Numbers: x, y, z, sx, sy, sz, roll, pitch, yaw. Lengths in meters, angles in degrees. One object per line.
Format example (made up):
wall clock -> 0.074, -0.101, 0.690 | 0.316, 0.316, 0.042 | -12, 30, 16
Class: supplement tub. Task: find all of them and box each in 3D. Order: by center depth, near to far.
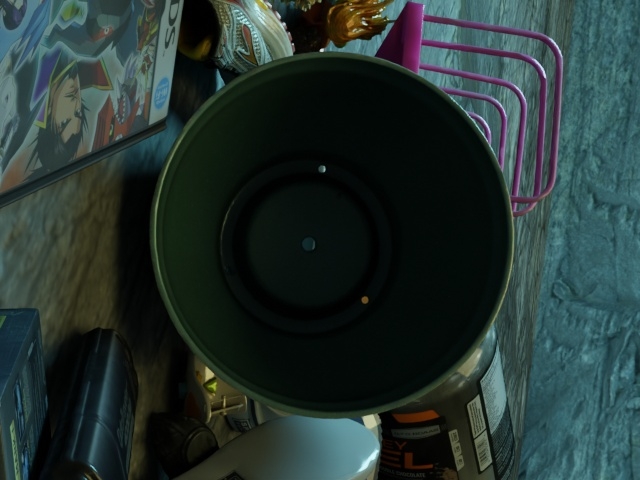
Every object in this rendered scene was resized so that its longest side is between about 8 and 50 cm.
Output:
supplement tub -> 0.121, 0.176, 1.500 | 0.338, 0.207, 0.207 | 73, 26, -43

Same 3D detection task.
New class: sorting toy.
sorting toy -> -0.103, 0.121, 1.095 | 0.083, 0.045, 0.075 | 6, 79, -71

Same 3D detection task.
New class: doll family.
doll family -> 0.022, -0.299, 1.289 | 0.163, 0.118, 0.263 | -60, 147, -54

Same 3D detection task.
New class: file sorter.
file sorter -> 0.143, -0.109, 1.399 | 0.291, 0.182, 0.202 | 130, -33, -75

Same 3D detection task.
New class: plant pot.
plant pot -> 0.000, 0.000, 1.073 | 0.196, 0.293, 0.293 | 155, -61, -82

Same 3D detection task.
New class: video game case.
video game case -> -0.157, -0.162, 0.800 | 0.275, 0.035, 0.248 | -41, 146, -63

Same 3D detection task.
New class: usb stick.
usb stick -> -0.147, 0.127, 0.802 | 0.278, 0.045, 0.077 | -113, -168, -76

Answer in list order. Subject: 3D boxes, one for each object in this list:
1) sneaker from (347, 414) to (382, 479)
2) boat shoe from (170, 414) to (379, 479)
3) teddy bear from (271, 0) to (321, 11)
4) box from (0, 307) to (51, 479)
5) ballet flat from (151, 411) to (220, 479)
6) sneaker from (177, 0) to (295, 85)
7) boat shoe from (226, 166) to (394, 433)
sneaker -> 0.000, 0.326, 1.357 | 0.131, 0.112, 0.319 | -24, 113, -51
boat shoe -> -0.061, 0.231, 1.034 | 0.267, 0.096, 0.088 | -25, 136, -40
teddy bear -> 0.026, -0.294, 0.941 | 0.245, 0.113, 0.338 | -59, 160, 2
box -> -0.189, 0.173, 0.710 | 0.183, 0.059, 0.233 | -121, -152, -76
ballet flat -> -0.109, 0.210, 1.084 | 0.057, 0.049, 0.173 | -39, 140, -31
sneaker -> -0.091, -0.180, 1.058 | 0.093, 0.088, 0.225 | -56, 150, -21
boat shoe -> 0.012, 0.017, 1.235 | 0.136, 0.156, 0.367 | 53, 43, -62
